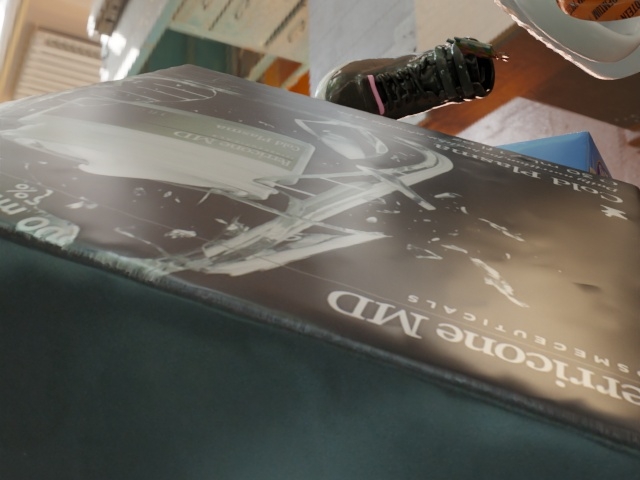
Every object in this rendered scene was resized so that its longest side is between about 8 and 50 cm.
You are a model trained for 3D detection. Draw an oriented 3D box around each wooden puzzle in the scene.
[{"bbox_3d":[0.198,-0.243,0.954,0.083,0.049,0.006,21,93,25],"label":"wooden puzzle"}]

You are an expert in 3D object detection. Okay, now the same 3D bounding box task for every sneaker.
[{"bbox_3d":[0.127,-0.221,1.034,0.147,0.296,0.104,-10,99,48],"label":"sneaker"}]

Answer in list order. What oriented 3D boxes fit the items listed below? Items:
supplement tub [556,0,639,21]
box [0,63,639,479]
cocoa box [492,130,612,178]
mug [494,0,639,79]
[{"bbox_3d":[0.127,-0.206,0.343,0.117,0.190,0.117,-22,38,18],"label":"supplement tub"},{"bbox_3d":[-0.017,0.077,0.582,0.472,0.480,0.297,-49,-26,-64],"label":"box"},{"bbox_3d":[0.334,-0.023,1.345,0.347,0.231,0.227,-6,64,32],"label":"cocoa box"},{"bbox_3d":[0.331,-0.380,0.983,0.276,0.328,0.374,-40,29,48],"label":"mug"}]
